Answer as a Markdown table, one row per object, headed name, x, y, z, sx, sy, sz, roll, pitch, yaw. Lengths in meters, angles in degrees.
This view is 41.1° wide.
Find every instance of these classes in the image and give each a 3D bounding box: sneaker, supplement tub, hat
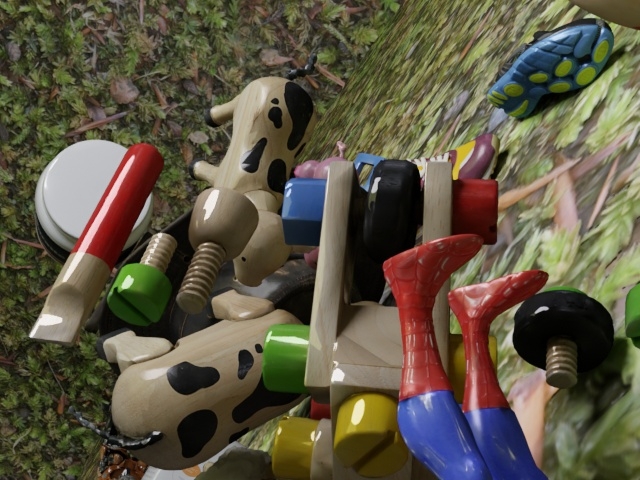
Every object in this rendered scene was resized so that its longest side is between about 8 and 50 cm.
| name | x | y | z | sx | sy | sz | roll | pitch | yaw |
| --- | --- | --- | --- | --- | --- | --- | --- | --- | --- |
| sneaker | 0.222 | -0.180 | 0.840 | 0.078 | 0.067 | 0.188 | -65 | 8 | -11 |
| sneaker | 0.118 | -0.063 | 0.934 | 0.185 | 0.083 | 0.070 | -48 | 13 | 43 |
| supplement tub | -0.391 | -0.055 | 1.467 | 0.191 | 0.191 | 0.272 | -60 | 10 | -19 |
| hat | -0.049 | 0.092 | 0.871 | 0.331 | 0.331 | 0.134 | -54 | 41 | 18 |

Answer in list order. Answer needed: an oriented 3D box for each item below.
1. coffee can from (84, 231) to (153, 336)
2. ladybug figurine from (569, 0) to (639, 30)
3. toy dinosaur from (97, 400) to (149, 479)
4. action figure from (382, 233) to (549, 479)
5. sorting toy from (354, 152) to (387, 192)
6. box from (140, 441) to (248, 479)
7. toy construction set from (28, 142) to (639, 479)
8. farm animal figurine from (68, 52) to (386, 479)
| name | x | y | z | sx | sy | sz | roll | pitch | yaw |
| --- | --- | --- | --- | --- | --- | --- | --- | --- | --- |
| coffee can | -0.245 | 0.142 | 1.509 | 0.202 | 0.275 | 0.201 | -54 | 10 | 14 |
| ladybug figurine | 0.284 | -0.232 | 0.408 | 0.305 | 0.161 | 0.449 | -58 | 9 | -10 |
| toy dinosaur | -0.409 | 0.453 | 1.758 | 0.322 | 0.164 | 0.219 | 6 | 78 | 56 |
| action figure | 0.099 | 0.129 | 0.288 | 0.139 | 0.091 | 0.281 | -20 | 62 | 38 |
| sorting toy | -0.011 | 0.027 | 1.201 | 0.348 | 0.047 | 0.196 | -56 | 36 | 8 |
| box | -0.133 | 0.291 | 0.906 | 0.171 | 0.130 | 0.091 | -60 | 9 | -20 |
| toy construction set | -0.005 | 0.099 | 0.457 | 0.257 | 0.308 | 0.237 | 121 | 170 | -47 |
| farm animal figurine | -0.037 | 0.065 | 0.677 | 0.326 | 0.330 | 0.172 | -39 | 24 | -22 |
